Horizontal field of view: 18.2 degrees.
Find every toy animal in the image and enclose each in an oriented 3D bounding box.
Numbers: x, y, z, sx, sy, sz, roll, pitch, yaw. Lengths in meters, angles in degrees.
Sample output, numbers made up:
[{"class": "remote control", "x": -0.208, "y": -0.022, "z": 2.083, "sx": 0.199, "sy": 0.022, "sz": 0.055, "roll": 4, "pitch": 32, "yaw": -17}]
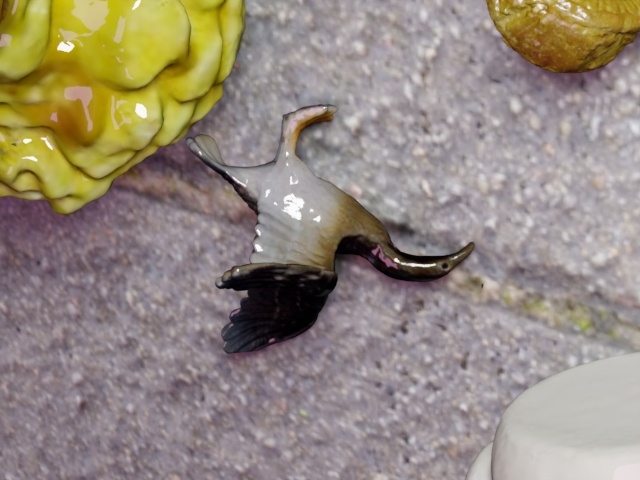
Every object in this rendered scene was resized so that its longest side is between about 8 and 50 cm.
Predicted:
[{"class": "toy animal", "x": 0.243, "y": 0.257, "z": 1.326, "sx": 0.241, "sy": 0.196, "sz": 0.367, "roll": -17, "pitch": 101, "yaw": 46}, {"class": "toy animal", "x": 0.002, "y": -0.016, "z": 1.393, "sx": 0.197, "sy": 0.272, "sz": 0.160, "roll": -14, "pitch": 88, "yaw": 0}]

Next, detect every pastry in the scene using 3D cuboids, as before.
[{"class": "pastry", "x": 0.155, "y": -0.152, "z": 1.233, "sx": 0.057, "sy": 0.109, "sz": 0.097, "roll": -56, "pitch": 48, "yaw": 49}]

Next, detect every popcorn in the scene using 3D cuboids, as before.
[{"class": "popcorn", "x": -0.190, "y": -0.153, "z": 1.377, "sx": 0.270, "sy": 0.224, "sz": 0.258, "roll": 13, "pitch": 144, "yaw": -8}]
